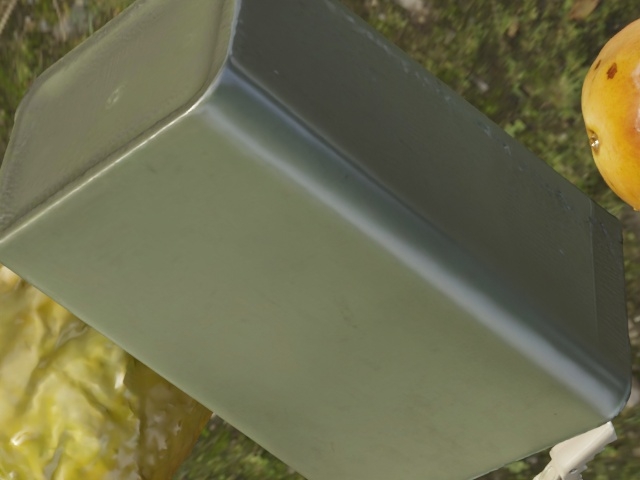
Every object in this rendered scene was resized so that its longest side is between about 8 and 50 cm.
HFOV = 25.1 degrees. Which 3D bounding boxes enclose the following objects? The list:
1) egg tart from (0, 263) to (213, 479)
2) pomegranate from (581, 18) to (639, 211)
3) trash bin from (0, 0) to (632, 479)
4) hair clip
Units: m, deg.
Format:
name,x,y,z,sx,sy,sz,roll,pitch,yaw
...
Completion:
name,x,y,z,sx,sy,sz,roll,pitch,yaw
egg tart,-0.162,0.120,0.861,0.153,0.339,0.351,30,77,-1
pomegranate,0.321,-0.107,1.238,0.191,0.191,0.191,2,76,-10
trash bin,0.000,0.000,0.623,0.240,0.164,0.122,38,40,-32
hair clip,0.218,0.225,1.345,0.072,0.226,0.034,-13,58,-17
